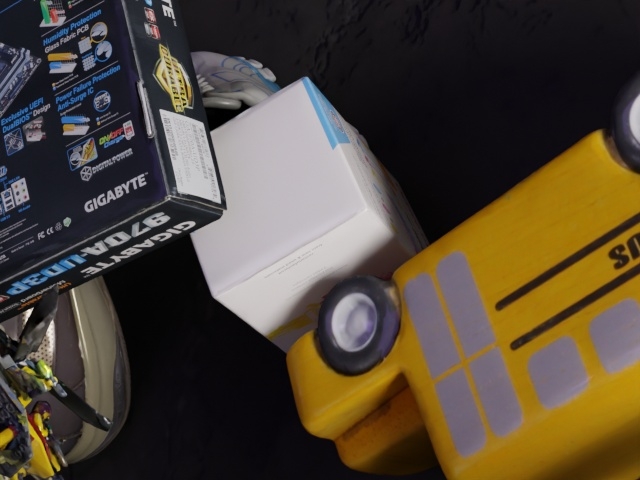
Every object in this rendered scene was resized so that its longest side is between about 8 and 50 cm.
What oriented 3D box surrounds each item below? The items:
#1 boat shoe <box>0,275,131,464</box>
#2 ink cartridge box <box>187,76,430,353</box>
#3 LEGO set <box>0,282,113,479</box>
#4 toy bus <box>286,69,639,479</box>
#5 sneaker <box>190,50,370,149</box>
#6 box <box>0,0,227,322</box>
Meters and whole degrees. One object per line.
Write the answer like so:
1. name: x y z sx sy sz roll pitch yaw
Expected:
1. boat shoe: -0.219 -0.024 0.952 0.132 0.130 0.355 -14 94 43
2. ink cartridge box: 0.000 0.000 0.831 0.090 0.143 0.092 -31 57 11
3. LEGO set: -0.169 0.185 0.794 0.255 0.192 0.331 46 131 9
4. toy bus: 0.141 0.024 0.710 0.333 0.108 0.130 -36 58 28
5. sneaker: -0.057 -0.075 0.935 0.191 0.083 0.071 27 97 44
6. box: -0.165 -0.055 0.821 0.220 0.051 0.175 -25 69 26
